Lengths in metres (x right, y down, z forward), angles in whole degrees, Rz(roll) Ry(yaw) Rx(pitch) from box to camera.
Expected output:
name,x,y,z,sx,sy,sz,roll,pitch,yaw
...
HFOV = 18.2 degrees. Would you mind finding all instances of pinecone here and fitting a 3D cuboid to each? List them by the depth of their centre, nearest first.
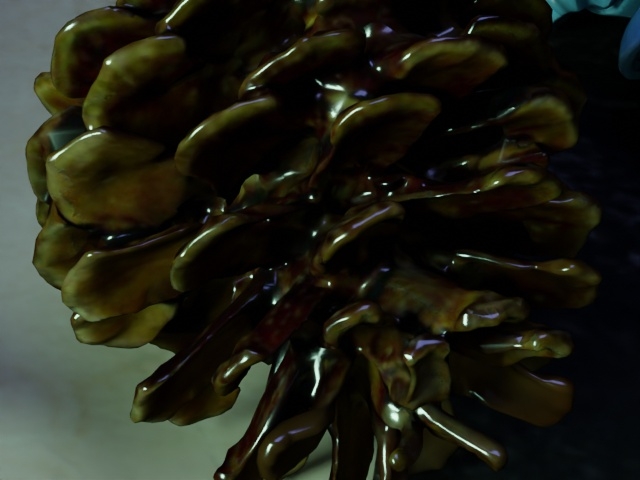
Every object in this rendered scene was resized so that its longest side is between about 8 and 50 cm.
name,x,y,z,sx,sy,sz,roll,pitch,yaw
pinecone,0.004,-0.001,0.547,0.163,0.163,0.165,-8,53,-20

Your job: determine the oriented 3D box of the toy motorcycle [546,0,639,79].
name,x,y,z,sx,sy,sz,roll,pitch,yaw
toy motorcycle,0.179,-0.133,0.782,0.182,0.123,0.272,46,50,11
